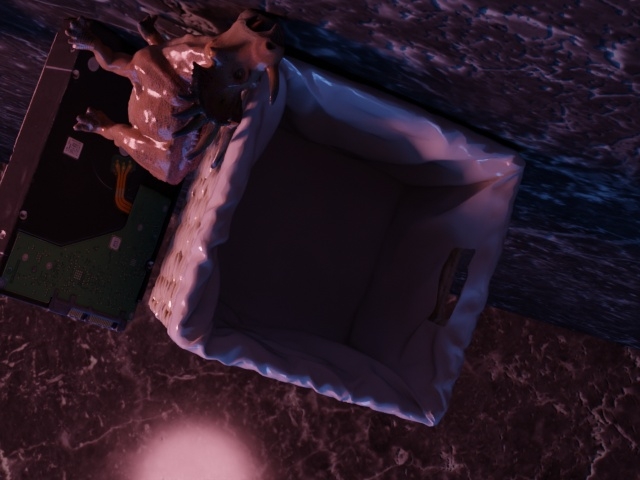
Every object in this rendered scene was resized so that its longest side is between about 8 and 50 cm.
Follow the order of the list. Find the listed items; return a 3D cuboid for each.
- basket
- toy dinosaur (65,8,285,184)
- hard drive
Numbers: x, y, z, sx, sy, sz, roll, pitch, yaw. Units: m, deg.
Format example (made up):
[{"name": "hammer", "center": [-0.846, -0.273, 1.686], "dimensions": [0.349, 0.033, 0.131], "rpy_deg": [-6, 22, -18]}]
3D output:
[{"name": "basket", "center": [0.000, 0.000, 1.229], "dimensions": [0.331, 0.328, 0.266], "rpy_deg": [20, 175, -19]}, {"name": "toy dinosaur", "center": [-0.151, -0.128, 1.100], "dimensions": [0.200, 0.127, 0.296], "rpy_deg": [42, 148, 15]}, {"name": "hard drive", "center": [-0.279, -0.072, 1.317], "dimensions": [0.064, 0.339, 0.237], "rpy_deg": [12, 172, 37]}]
